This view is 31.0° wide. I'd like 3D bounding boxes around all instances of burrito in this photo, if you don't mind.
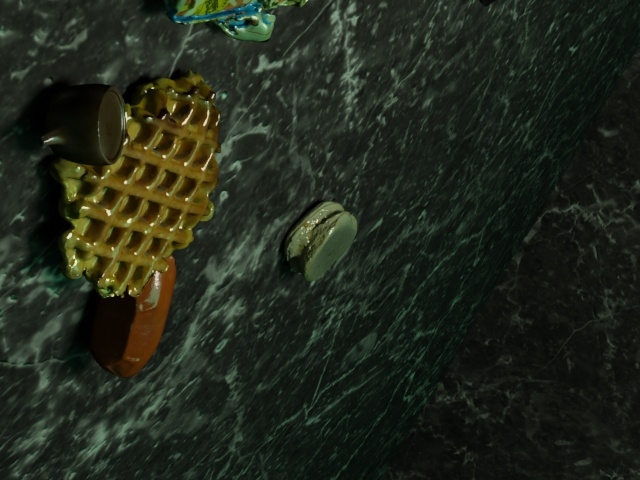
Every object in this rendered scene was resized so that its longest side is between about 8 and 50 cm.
[{"bbox_3d":[-0.081,-0.256,1.210,0.288,0.054,0.104,-27,145,-56],"label":"burrito"}]

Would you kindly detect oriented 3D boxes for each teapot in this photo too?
[{"bbox_3d":[-0.224,-0.111,1.082,0.121,0.068,0.076,-67,158,-62],"label":"teapot"}]

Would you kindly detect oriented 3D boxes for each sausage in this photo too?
[{"bbox_3d":[-0.224,0.087,1.368,0.089,0.089,0.179,-20,134,-61],"label":"sausage"}]

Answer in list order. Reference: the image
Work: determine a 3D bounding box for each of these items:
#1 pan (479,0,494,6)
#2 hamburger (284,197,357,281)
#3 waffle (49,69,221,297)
[{"bbox_3d":[0.282,-0.464,1.787,0.128,0.048,0.202,-40,157,-43],"label":"pan"},{"bbox_3d":[0.000,0.000,1.822,0.133,0.062,0.140,-52,163,-2],"label":"hamburger"},{"bbox_3d":[-0.191,-0.055,1.232,0.243,0.058,0.238,-43,149,-32],"label":"waffle"}]
